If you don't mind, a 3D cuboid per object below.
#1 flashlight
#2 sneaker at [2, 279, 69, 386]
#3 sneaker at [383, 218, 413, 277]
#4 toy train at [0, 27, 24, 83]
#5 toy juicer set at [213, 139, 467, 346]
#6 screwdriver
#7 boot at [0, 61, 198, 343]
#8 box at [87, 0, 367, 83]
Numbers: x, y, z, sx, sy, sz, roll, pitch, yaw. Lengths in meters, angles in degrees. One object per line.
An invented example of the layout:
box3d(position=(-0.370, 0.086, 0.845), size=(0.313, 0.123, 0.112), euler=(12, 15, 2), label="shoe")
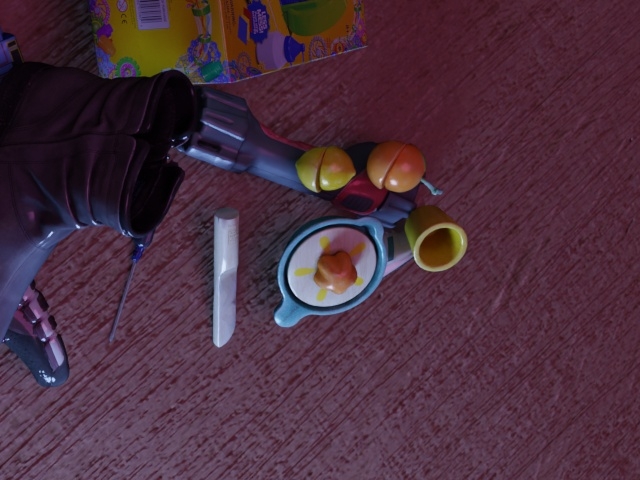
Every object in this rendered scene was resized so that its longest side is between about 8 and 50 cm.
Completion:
box3d(position=(-0.023, -0.106, 1.852), size=(0.304, 0.103, 0.103), euler=(20, 92, -25), label="flashlight")
box3d(position=(-0.397, 0.061, 1.672), size=(0.162, 0.106, 0.281), euler=(-29, 100, -17), label="sneaker")
box3d(position=(0.063, 0.005, 1.933), size=(0.161, 0.057, 0.075), euler=(-37, 119, -17), label="sneaker")
box3d(position=(-0.383, -0.220, 1.640), size=(0.105, 0.080, 0.184), euler=(-29, 114, -27), label="toy train")
box3d(position=(0.000, 0.000, 1.804), size=(0.329, 0.089, 0.209), euler=(-24, 126, -3), label="toy juicer set")
box3d(position=(-0.223, 0.036, 1.804), size=(0.025, 0.024, 0.170), euler=(22, 93, 0), label="screwdriver")
box3d(position=(-0.261, -0.024, 1.536), size=(0.118, 0.223, 0.338), euler=(26, 77, -55), label="boot")
box3d(position=(-0.105, -0.329, 1.661), size=(0.279, 0.177, 0.290), euler=(-25, 112, -55), label="box")
